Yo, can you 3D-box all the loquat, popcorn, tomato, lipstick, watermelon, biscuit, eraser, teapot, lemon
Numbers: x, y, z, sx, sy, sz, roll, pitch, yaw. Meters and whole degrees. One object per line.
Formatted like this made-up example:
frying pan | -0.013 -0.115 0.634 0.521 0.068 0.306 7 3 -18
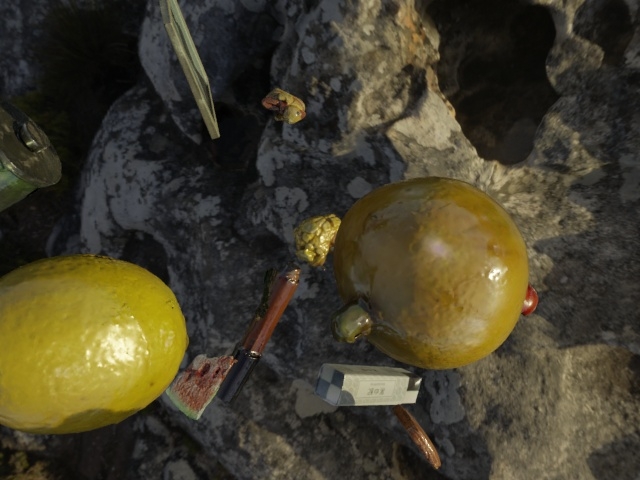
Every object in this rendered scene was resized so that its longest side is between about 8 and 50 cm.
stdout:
loquat | 0.155 0.059 0.831 0.328 0.359 0.329 38 142 38
popcorn | -0.009 -0.015 1.671 0.140 0.194 0.163 9 140 54
tomato | 0.566 0.121 1.516 0.101 0.228 0.228 -42 82 11
lipstick | -0.164 0.245 1.340 0.077 0.077 0.419 31 102 13
watermelon | -0.266 0.312 1.104 0.097 0.121 0.158 37 132 -2
biscuit | 0.254 0.505 1.275 0.036 0.192 0.186 -34 96 -5
eraser | 0.158 0.440 1.545 0.098 0.403 0.097 15 89 44
teapot | -0.664 -0.108 0.920 0.336 0.270 0.200 -29 107 5
lemon | -0.313 0.130 0.661 0.235 0.263 0.236 -11 69 31

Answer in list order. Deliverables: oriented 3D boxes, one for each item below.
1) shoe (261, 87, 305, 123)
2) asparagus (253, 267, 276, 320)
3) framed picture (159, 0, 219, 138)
shoe | -0.093 -0.331 1.267 0.109 0.069 0.072 48 141 -1
asparagus | -0.097 0.093 0.893 0.023 0.233 0.022 20 104 -6
framed picture | -0.193 -0.270 0.742 0.015 0.203 0.150 -17 56 -2
